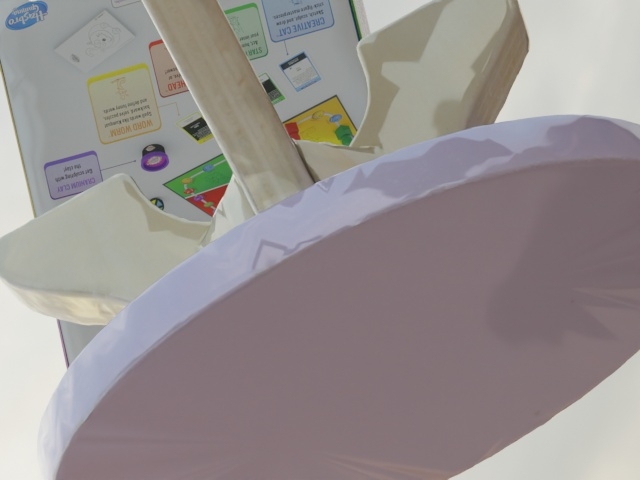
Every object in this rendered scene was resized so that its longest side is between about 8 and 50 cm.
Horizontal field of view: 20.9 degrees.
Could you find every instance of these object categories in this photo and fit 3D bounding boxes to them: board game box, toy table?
[{"bbox_3d":[-0.067,-0.033,1.128,0.064,0.242,0.317,21,-124,-79],"label":"board game box"},{"bbox_3d":[0.000,0.000,0.713,0.274,0.161,0.252,-20,-41,-7],"label":"toy table"}]
